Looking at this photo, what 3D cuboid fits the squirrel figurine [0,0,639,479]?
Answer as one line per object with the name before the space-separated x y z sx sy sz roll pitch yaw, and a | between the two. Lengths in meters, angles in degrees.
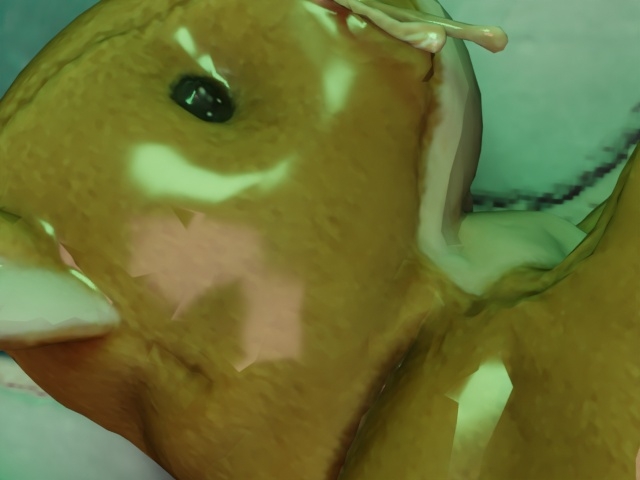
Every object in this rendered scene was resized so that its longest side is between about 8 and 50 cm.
squirrel figurine | 0.031 0.106 0.609 0.370 0.281 0.397 30 106 -1
